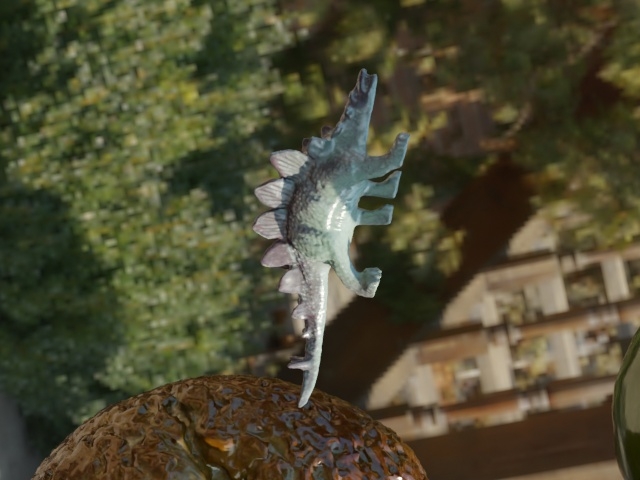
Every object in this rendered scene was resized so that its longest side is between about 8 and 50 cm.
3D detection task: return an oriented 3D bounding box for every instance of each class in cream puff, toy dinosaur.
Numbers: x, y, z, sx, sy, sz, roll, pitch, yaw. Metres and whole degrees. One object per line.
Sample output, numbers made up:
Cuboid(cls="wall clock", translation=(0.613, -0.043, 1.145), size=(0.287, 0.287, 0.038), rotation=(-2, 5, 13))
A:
Cuboid(cls="cream puff", translation=(-0.061, 0.233, 0.970), size=(0.212, 0.303, 0.303), rotation=(-102, 177, -70))
Cuboid(cls="toy dinosaur", translation=(0.000, 0.000, 0.864), size=(0.039, 0.082, 0.209), rotation=(-58, 159, -65))

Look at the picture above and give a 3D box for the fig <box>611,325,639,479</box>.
Cuboid(cls="fig", translation=(0.257, 0.094, 0.815), size=(0.225, 0.203, 0.203), rotation=(149, -70, -76))
